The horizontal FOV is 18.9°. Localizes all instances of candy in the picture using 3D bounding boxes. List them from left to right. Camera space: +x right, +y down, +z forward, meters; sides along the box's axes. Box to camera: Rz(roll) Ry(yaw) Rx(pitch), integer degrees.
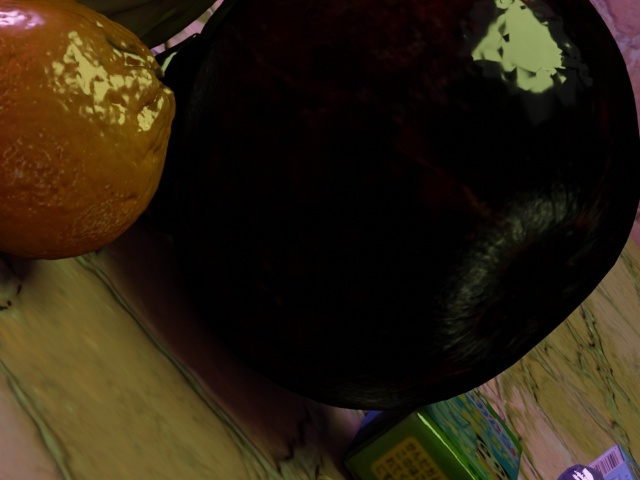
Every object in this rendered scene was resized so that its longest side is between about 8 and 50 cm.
[{"bbox_3d":[0.076,0.139,1.236,0.097,0.062,0.194,51,12,-1],"label":"candy"}]

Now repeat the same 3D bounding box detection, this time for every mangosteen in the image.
[{"bbox_3d":[0.039,-0.058,1.136,0.300,0.300,0.300,48,13,-15],"label":"mangosteen"}]

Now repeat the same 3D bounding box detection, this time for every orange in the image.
[{"bbox_3d":[-0.133,-0.059,0.927,0.135,0.117,0.135,47,7,-7],"label":"orange"}]

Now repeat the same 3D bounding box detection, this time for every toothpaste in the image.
[{"bbox_3d":[0.282,0.259,1.660,0.070,0.044,0.193,46,14,-22],"label":"toothpaste"}]

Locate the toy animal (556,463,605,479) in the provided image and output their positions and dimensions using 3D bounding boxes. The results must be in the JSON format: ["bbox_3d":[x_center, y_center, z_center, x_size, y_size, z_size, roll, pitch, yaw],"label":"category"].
[{"bbox_3d":[0.261,0.302,1.386,0.206,0.081,0.367,51,8,-11],"label":"toy animal"}]

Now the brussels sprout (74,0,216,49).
[{"bbox_3d":[-0.128,-0.225,1.065,0.242,0.316,0.274,48,-15,-14],"label":"brussels sprout"}]

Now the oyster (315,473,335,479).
[{"bbox_3d":[0.052,0.196,1.028,0.146,0.045,0.121,56,8,-16],"label":"oyster"}]
